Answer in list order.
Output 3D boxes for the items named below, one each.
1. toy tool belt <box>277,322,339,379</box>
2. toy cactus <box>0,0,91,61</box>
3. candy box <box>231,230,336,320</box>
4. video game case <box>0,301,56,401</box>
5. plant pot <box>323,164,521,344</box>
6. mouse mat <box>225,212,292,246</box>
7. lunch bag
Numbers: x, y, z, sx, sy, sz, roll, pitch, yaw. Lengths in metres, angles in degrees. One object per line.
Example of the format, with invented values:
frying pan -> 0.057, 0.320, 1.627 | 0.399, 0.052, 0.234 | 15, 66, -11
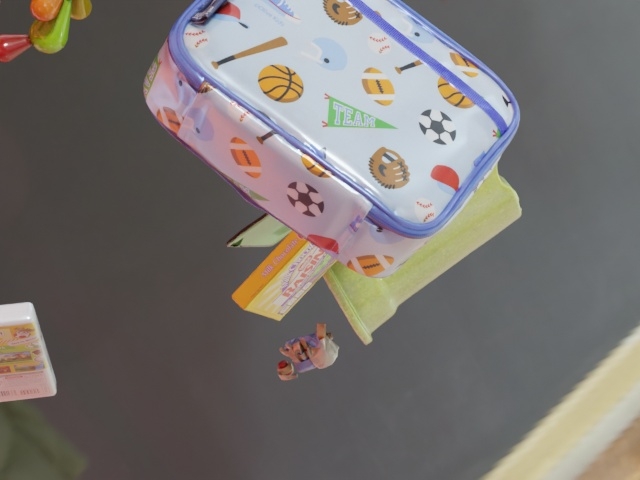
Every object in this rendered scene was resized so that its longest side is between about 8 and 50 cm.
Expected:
toy tool belt -> -0.022, 0.133, 1.921 | 0.083, 0.051, 0.052 | -21, 22, 14
toy cactus -> -0.182, -0.245, 1.151 | 0.181, 0.219, 0.112 | -3, 9, 2
candy box -> 0.000, 0.000, 1.652 | 0.206, 0.105, 0.027 | -47, 67, 7
video game case -> -0.404, 0.128, 1.647 | 0.227, 0.206, 0.026 | -5, 63, -5
plant pot -> 0.101, -0.049, 1.943 | 0.254, 0.276, 0.276 | -28, 32, 2
mouse mat -> -0.006, -0.047, 1.672 | 0.190, 0.007, 0.152 | -35, -11, 15
lunch bag -> 0.011, -0.132, 1.351 | 0.243, 0.303, 0.115 | -49, -2, -36
